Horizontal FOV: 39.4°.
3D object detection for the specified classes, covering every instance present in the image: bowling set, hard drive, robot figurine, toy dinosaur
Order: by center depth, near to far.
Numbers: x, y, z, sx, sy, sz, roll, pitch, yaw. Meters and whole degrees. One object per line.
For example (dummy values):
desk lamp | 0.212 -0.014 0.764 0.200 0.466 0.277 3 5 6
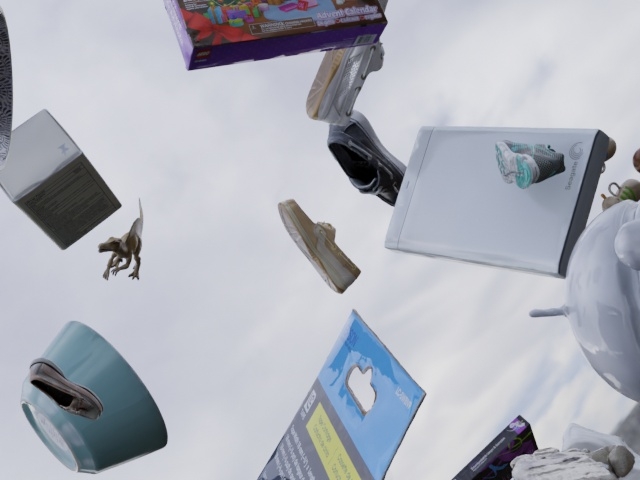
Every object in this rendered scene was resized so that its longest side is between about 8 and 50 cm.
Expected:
robot figurine | 0.375 0.040 0.798 0.300 0.353 0.199 33 -130 -44
toy dinosaur | -0.271 0.005 1.279 0.183 0.053 0.092 -74 3 -70
hard drive | 0.275 -0.073 1.459 0.047 0.353 0.233 26 -101 -42
bowling set | 0.494 -0.108 1.593 0.154 0.287 0.200 -34 -4 -42

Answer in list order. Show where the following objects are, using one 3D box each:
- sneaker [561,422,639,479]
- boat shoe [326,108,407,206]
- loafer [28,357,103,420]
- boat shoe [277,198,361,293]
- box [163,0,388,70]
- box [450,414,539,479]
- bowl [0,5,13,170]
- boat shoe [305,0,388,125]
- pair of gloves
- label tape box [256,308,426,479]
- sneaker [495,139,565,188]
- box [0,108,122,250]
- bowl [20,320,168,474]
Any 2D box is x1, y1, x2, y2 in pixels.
sneaker | 0.453 0.332 1.309 0.080 0.212 0.094 -58 -3 22
boat shoe | 0.104 -0.142 1.848 0.301 0.108 0.102 50 -134 -44
loafer | -0.349 0.211 1.213 0.045 0.039 0.125 -32 -61 19
boat shoe | 0.000 0.000 1.355 0.059 0.170 0.063 -38 14 -14
box | -0.075 -0.353 1.248 0.293 0.201 0.057 -14 -19 -23
box | 0.288 0.372 1.467 0.162 0.029 0.116 -40 -40 -9
bowl | -0.365 -0.155 0.902 0.080 0.170 0.170 0 -45 -10
boat shoe | 0.068 -0.332 1.582 0.096 0.098 0.277 16 -65 -23
pair of gloves | 0.281 0.197 0.780 0.240 0.042 0.204 -12 -7 2
label tape box | 0.009 0.248 0.717 0.333 0.106 0.240 -60 14 4
sneaker | 0.310 -0.116 1.319 0.076 0.166 0.065 -14 -71 -3
box | -0.489 -0.107 1.641 0.149 0.127 0.232 -38 -21 -10
bowl | -0.455 0.325 1.715 0.163 0.311 0.311 -39 -29 -32
